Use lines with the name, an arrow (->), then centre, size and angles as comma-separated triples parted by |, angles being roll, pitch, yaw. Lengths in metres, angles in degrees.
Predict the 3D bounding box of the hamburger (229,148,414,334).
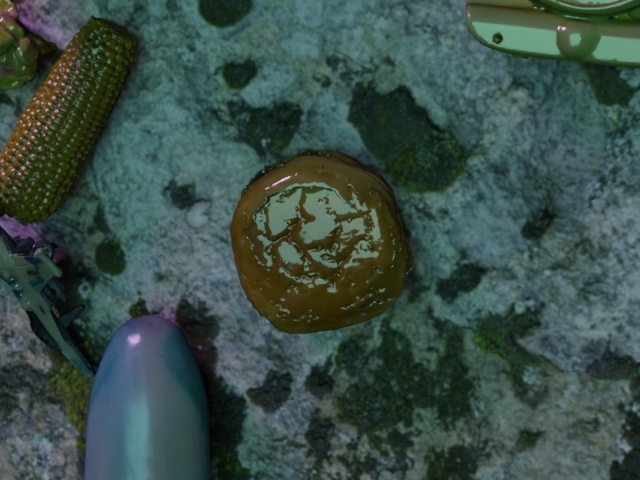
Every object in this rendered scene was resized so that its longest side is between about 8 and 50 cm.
hamburger -> -0.002, 0.000, 1.295 | 0.214, 0.108, 0.213 | 3, 107, 8

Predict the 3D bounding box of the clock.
clock -> 0.276, -0.334, 1.169 | 0.235, 0.096, 0.307 | 8, 102, 10

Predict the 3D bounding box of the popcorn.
popcorn -> -0.367, -0.226, 1.328 | 0.109, 0.089, 0.096 | 13, 140, 17

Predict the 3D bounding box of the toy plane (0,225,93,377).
toy plane -> -0.338, 0.059, 1.379 | 0.192, 0.088, 0.262 | 3, 140, 47

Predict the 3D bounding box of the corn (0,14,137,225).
corn -> -0.297, -0.136, 1.329 | 0.091, 0.091, 0.260 | 37, 104, 24

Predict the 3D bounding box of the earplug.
earplug -> -0.207, 0.248, 1.364 | 0.185, 0.185, 0.323 | 1, 95, 11
